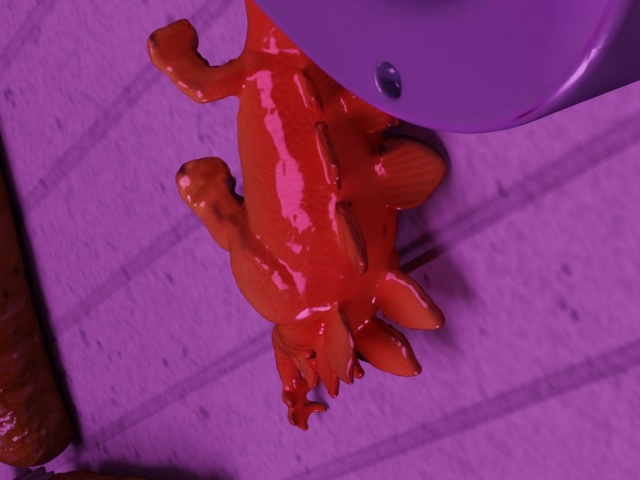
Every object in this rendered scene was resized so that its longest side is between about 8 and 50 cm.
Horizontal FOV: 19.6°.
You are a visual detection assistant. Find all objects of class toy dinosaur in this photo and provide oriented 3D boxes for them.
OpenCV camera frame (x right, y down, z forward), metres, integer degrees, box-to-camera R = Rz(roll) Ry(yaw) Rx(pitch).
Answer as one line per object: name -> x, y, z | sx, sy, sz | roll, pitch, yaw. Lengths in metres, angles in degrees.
toy dinosaur -> 0.000, 0.000, 0.714 | 0.117, 0.070, 0.288 | 38, 146, 40

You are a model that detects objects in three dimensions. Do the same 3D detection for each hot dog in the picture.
hot dog -> -0.205, 0.004, 1.066 | 0.088, 0.061, 0.286 | 4, 116, 46

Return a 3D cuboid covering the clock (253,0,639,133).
clock -> 0.034, -0.197, 0.468 | 0.338, 0.102, 0.338 | 39, 142, 39

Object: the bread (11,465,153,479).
bread -> -0.123, 0.201, 1.025 | 0.241, 0.107, 0.136 | -11, 99, 60
